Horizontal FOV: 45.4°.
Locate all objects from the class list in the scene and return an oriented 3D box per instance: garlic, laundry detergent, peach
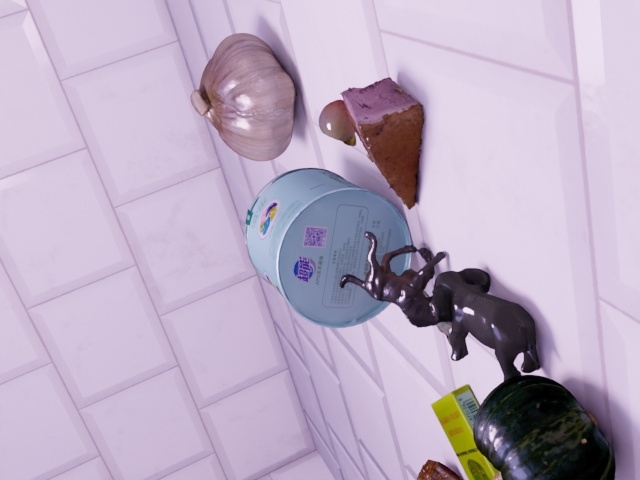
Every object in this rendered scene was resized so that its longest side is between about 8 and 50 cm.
[{"bbox_3d":[-0.173,-0.347,1.897,0.322,0.241,0.322,43,169,10],"label":"garlic"},{"bbox_3d":[0.000,0.000,1.614,0.305,0.287,0.287,35,145,65],"label":"laundry detergent"},{"bbox_3d":[0.038,-0.239,1.528,0.083,0.083,0.083,60,165,28],"label":"peach"}]

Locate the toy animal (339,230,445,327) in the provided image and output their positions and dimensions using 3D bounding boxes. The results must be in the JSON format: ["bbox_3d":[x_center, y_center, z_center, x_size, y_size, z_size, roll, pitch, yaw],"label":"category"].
[{"bbox_3d":[0.151,0.076,1.428,0.084,0.232,0.148,22,-96,-76],"label":"toy animal"}]

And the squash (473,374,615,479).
[{"bbox_3d":[0.320,0.300,1.105,0.218,0.172,0.218,157,90,-78],"label":"squash"}]

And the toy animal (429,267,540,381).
[{"bbox_3d":[0.260,0.128,1.237,0.245,0.114,0.146,15,137,46],"label":"toy animal"}]

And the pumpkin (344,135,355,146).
[{"bbox_3d":[0.045,-0.233,1.611,0.050,0.028,0.083,127,124,-77],"label":"pumpkin"}]

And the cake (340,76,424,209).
[{"bbox_3d":[0.125,-0.165,1.335,0.116,0.112,0.295,61,178,31],"label":"cake"}]

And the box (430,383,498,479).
[{"bbox_3d":[0.341,0.470,1.576,0.187,0.047,0.335,106,140,-69],"label":"box"}]

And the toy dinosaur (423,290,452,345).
[{"bbox_3d":[0.232,0.148,1.493,0.180,0.037,0.058,64,162,8],"label":"toy dinosaur"}]

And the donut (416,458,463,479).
[{"bbox_3d":[0.308,0.638,1.858,0.186,0.144,0.126,37,173,-4],"label":"donut"}]
